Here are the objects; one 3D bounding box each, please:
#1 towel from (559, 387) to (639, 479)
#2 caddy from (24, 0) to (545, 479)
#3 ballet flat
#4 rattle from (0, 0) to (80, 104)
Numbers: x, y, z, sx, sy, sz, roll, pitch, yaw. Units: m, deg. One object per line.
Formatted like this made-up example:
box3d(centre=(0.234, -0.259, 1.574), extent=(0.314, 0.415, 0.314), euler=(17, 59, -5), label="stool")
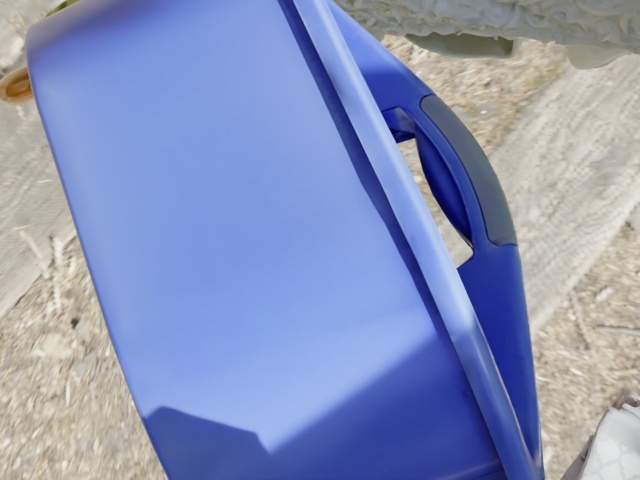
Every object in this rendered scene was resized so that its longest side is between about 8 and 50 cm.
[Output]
box3d(centre=(0.229, 0.298, 0.664), extent=(0.332, 0.053, 0.317), euler=(32, 103, 31), label="towel")
box3d(centre=(0.000, 0.000, 0.568), extent=(0.179, 0.241, 0.341), euler=(-24, 63, 1), label="caddy")
box3d(centre=(0.177, -0.207, 0.969), extent=(0.409, 0.147, 0.147), euler=(12, 92, 30), label="ballet flat")
box3d(centre=(-0.152, -0.066, 0.867), extent=(0.130, 0.143, 0.199), euler=(-7, 125, -5), label="rattle")
